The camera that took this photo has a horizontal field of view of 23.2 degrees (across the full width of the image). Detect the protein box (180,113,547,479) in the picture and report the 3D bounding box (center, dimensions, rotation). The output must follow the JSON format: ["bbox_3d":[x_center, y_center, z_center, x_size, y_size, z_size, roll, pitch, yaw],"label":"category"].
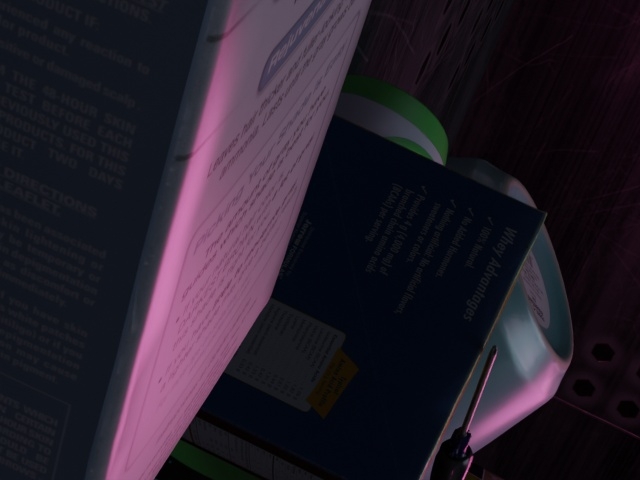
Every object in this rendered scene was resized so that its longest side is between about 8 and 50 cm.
[{"bbox_3d":[-0.001,0.044,0.954,0.200,0.201,0.136,-63,173,-17],"label":"protein box"}]

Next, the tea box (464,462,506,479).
[{"bbox_3d":[0.042,0.341,1.879,0.220,0.323,0.329,-65,173,5],"label":"tea box"}]

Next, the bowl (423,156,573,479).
[{"bbox_3d":[0.121,0.048,1.397,0.311,0.163,0.311,53,26,-42],"label":"bowl"}]

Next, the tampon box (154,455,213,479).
[{"bbox_3d":[-0.076,0.186,1.247,0.161,0.120,0.101,-62,173,-25],"label":"tampon box"}]

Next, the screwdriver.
[{"bbox_3d":[0.092,0.109,0.945,0.025,0.024,0.170,-25,150,-30],"label":"screwdriver"}]

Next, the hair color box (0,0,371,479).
[{"bbox_3d":[-0.055,-0.076,0.474,0.185,0.113,0.374,-58,171,-48],"label":"hair color box"}]

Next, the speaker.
[{"bbox_3d":[-0.015,0.027,1.121,0.296,0.131,0.131,-62,173,-23],"label":"speaker"}]
